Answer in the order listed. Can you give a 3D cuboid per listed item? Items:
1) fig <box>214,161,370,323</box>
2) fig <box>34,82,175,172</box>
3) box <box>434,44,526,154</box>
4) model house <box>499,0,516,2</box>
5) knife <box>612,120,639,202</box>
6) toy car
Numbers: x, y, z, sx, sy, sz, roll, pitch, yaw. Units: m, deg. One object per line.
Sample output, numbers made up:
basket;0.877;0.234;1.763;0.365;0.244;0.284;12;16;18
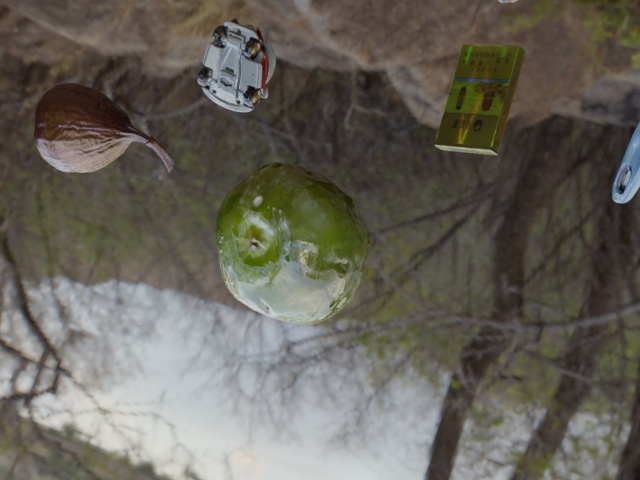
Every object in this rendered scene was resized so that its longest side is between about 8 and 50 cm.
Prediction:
fig;-0.005;0.018;1.626;0.314;0.233;0.233;26;167;-40
fig;-0.312;-0.156;1.657;0.201;0.134;0.146;10;-166;21
box;0.279;-0.248;1.998;0.121;0.193;0.030;9;169;41
model house;0.307;-0.531;1.886;0.329;0.252;0.295;31;-164;-53
knife;0.337;-0.156;1.067;0.019;0.044;0.313;1;128;-18
toy car;-0.119;-0.288;1.831;0.112;0.139;0.112;26;-148;20
